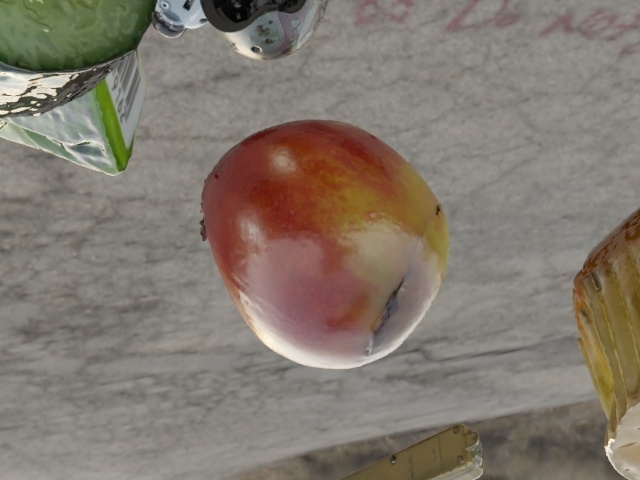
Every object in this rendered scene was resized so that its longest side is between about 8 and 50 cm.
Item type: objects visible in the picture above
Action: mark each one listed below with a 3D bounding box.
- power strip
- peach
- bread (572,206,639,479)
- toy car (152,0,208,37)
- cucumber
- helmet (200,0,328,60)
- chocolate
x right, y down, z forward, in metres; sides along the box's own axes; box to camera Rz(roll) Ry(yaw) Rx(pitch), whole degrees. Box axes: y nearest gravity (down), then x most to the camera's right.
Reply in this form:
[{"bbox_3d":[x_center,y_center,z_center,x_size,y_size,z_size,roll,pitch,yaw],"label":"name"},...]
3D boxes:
[{"bbox_3d":[0.078,0.307,1.203,0.305,0.064,0.044,-31,128,26],"label":"power strip"},{"bbox_3d":[0.000,0.000,1.398,0.369,0.370,0.370,-11,164,-3],"label":"peach"},{"bbox_3d":[0.277,0.021,0.550,0.288,0.156,0.204,-38,128,27],"label":"bread"},{"bbox_3d":[-0.255,-0.501,1.648,0.270,0.212,0.180,32,140,-13],"label":"toy car"},{"bbox_3d":[-0.231,-0.184,0.749,0.191,0.191,0.130,-2,173,-31],"label":"cucumber"},{"bbox_3d":[-0.059,-0.303,1.286,0.177,0.153,0.107,-43,135,-23],"label":"helmet"},{"bbox_3d":[-0.350,-0.241,1.084,0.288,0.137,0.301,16,147,11],"label":"chocolate"}]
